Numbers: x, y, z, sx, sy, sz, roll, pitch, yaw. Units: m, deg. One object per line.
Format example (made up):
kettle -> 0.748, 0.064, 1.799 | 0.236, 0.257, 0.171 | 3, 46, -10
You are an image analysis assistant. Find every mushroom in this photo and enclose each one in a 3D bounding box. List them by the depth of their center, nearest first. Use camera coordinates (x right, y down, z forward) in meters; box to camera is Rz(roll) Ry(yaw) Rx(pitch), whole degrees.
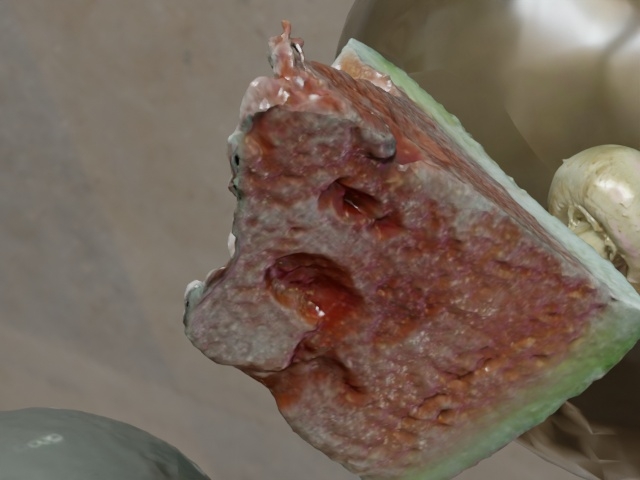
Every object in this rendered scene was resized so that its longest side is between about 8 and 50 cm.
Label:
mushroom -> 0.148, -0.008, 0.955 | 0.083, 0.067, 0.083 | 46, 157, 27

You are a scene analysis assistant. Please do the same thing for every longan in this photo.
longan -> 0.198, -0.051, 1.188 | 0.404, 0.404, 0.436 | 119, 134, -60

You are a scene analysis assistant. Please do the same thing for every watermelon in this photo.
watermelon -> 0.018, 0.015, 0.517 | 0.121, 0.098, 0.158 | 41, -175, 3

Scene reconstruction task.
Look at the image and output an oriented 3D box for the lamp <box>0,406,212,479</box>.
lamp -> -0.154, 0.189, 0.764 | 0.314, 0.182, 0.182 | -36, 103, 30
